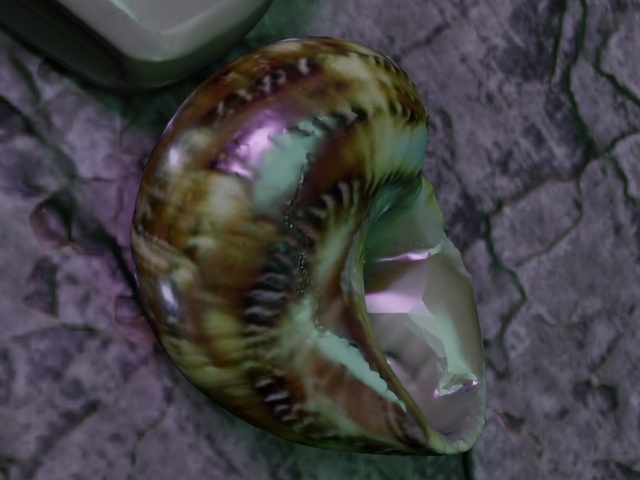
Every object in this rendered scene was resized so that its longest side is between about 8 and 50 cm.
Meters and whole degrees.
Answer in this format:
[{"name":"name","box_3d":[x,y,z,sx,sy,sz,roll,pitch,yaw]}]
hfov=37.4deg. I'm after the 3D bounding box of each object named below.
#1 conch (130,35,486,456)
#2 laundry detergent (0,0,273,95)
[{"name":"conch","box_3d":[-0.002,0.000,0.431,0.187,0.124,0.182,29,63,-47]},{"name":"laundry detergent","box_3d":[-0.068,-0.203,0.421,0.181,0.091,0.253,34,74,-14]}]
